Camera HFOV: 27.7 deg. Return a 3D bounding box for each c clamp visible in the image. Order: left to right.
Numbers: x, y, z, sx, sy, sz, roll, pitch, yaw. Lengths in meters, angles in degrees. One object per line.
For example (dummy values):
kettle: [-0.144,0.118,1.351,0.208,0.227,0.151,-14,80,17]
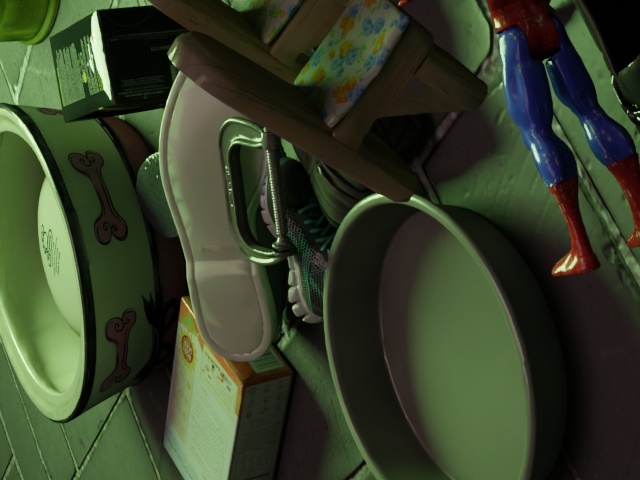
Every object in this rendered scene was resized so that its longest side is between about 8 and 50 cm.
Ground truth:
c clamp: [-0.051,-0.046,1.157,0.137,0.022,0.160,23,124,45]

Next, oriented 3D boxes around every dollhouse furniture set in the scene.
dollhouse furniture set: [-0.003,-0.293,0.743,0.362,0.256,0.394,-54,29,12]

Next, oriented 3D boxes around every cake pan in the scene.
cake pan: [0.099,0.099,1.069,0.293,0.054,0.293,30,126,52]

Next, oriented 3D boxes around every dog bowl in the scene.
dog bowl: [-0.309,0.018,1.654,0.408,0.150,0.408,32,129,52]

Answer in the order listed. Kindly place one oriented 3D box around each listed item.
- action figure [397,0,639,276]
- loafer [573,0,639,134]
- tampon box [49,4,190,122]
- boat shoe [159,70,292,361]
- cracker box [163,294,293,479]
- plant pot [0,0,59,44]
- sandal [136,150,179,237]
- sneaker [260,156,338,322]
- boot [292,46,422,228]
action figure: [0.133,-0.118,0.883,0.139,0.091,0.280,170,81,-75]
loafer: [0.196,-0.122,0.771,0.109,0.095,0.302,-50,58,56]
tampon box: [-0.210,-0.194,1.427,0.161,0.120,0.101,-4,96,61]
boat shoe: [-0.080,-0.043,1.270,0.116,0.099,0.319,3,112,19]
cracker box: [-0.108,0.191,1.453,0.156,0.067,0.232,50,140,41]
plant pot: [-0.581,-0.426,1.748,0.366,0.353,0.366,32,128,52]
sandal: [-0.123,-0.079,1.402,0.254,0.054,0.097,-38,75,48]
sneaker: [0.000,0.000,1.200,0.076,0.065,0.166,4,120,47]
boot: [-0.004,-0.139,1.137,0.246,0.083,0.161,69,156,18]
